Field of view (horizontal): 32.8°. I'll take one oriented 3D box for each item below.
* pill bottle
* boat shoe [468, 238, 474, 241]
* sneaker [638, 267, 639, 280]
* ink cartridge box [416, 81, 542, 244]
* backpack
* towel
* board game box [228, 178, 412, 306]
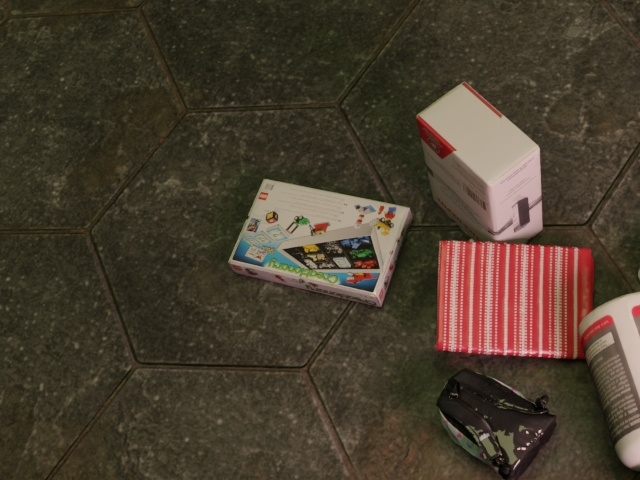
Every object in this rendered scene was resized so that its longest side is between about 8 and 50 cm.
[{"bbox_3d":[0.530,0.254,1.699,0.176,0.176,0.318,-15,60,7],"label":"pill bottle"},{"bbox_3d":[0.267,0.093,1.917,0.065,0.075,0.206,-12,65,5],"label":"boat shoe"},{"bbox_3d":[0.641,0.009,1.848,0.208,0.094,0.081,-31,57,-4],"label":"sneaker"},{"bbox_3d":[0.284,-0.114,1.911,0.114,0.273,0.197,-36,59,-10],"label":"ink cartridge box"},{"bbox_3d":[0.276,0.298,1.782,0.182,0.115,0.152,32,63,28],"label":"backpack"},{"bbox_3d":[0.336,0.101,1.862,0.275,0.031,0.199,4,74,-2],"label":"towel"},{"bbox_3d":[0.000,0.000,2.052,0.305,0.053,0.193,13,66,21],"label":"board game box"}]
